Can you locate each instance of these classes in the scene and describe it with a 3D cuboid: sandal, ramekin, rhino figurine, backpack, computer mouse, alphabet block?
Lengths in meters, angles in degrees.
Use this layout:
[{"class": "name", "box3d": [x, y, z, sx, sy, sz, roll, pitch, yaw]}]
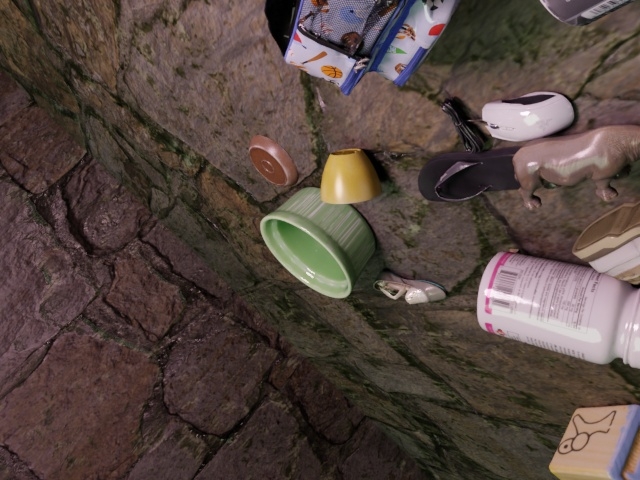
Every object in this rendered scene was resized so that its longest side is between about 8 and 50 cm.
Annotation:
[{"class": "sandal", "box3d": [0.261, -0.111, 0.859, 0.097, 0.054, 0.255, 50, 154, -18]}, {"class": "ramekin", "box3d": [0.000, 0.000, 1.306, 0.304, 0.148, 0.303, 33, 154, 18]}, {"class": "rhino figurine", "box3d": [0.382, -0.111, 0.657, 0.244, 0.073, 0.106, -9, 135, 44]}, {"class": "backpack", "box3d": [0.061, -0.318, 0.599, 0.213, 0.276, 0.263, 32, 161, -13]}, {"class": "computer mouse", "box3d": [0.278, -0.181, 0.735, 0.193, 0.042, 0.106, 6, 137, 52]}, {"class": "alphabet block", "box3d": [0.692, 0.511, 1.108, 0.193, 0.192, 0.197, 41, 156, 5]}]

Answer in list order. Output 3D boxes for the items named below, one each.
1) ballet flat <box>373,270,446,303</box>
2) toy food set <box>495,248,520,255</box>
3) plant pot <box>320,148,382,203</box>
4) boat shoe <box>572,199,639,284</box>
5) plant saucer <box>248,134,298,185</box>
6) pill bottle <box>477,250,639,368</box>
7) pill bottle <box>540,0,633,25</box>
[{"class": "ballet flat", "box3d": [0.232, 0.137, 1.295, 0.213, 0.068, 0.072, 15, 145, 43]}, {"class": "toy food set", "box3d": [0.397, 0.067, 1.000, 0.122, 0.019, 0.078, 52, 153, -22]}, {"class": "plant pot", "box3d": [0.061, -0.143, 1.034, 0.134, 0.134, 0.095, 14, 119, 45]}, {"class": "boat shoe", "box3d": [0.481, -0.015, 0.651, 0.103, 0.113, 0.302, 38, 166, 4]}, {"class": "plant saucer", "box3d": [-0.134, -0.206, 1.304, 0.169, 0.029, 0.168, 32, 153, 18]}, {"class": "pill bottle", "box3d": [0.440, 0.121, 0.849, 0.283, 0.160, 0.160, 13, 144, 38]}, {"class": "pill bottle", "box3d": [0.308, -0.295, 0.399, 0.130, 0.130, 0.246, 49, 154, -16]}]
